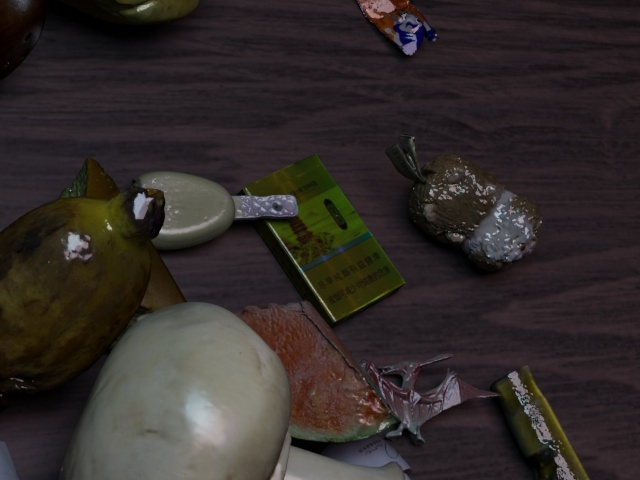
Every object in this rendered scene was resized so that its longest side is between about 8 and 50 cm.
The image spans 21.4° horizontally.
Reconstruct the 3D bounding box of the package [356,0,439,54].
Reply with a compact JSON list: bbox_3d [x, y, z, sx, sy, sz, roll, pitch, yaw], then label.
[{"bbox_3d":[0.105,-0.291,2.224,0.077,0.033,0.110,-33,66,-15],"label":"package"}]

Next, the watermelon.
[{"bbox_3d":[-0.003,0.147,1.860,0.231,0.128,0.146,48,18,19],"label":"watermelon"}]

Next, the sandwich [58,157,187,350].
[{"bbox_3d":[-0.224,0.036,1.803,0.244,0.090,0.088,56,35,7],"label":"sandwich"}]

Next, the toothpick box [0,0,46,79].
[{"bbox_3d":[-0.437,-0.291,1.827,0.294,0.192,0.192,38,51,2],"label":"toothpick box"}]

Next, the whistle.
[{"bbox_3d":[0.294,0.298,1.960,0.068,0.057,0.326,-16,71,-35],"label":"whistle"}]

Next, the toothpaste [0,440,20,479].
[{"bbox_3d":[-0.277,0.375,1.598,0.125,0.080,0.371,-9,74,-40],"label":"toothpaste"}]

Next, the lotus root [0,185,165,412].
[{"bbox_3d":[-0.267,0.052,1.676,0.169,0.314,0.141,32,18,-55],"label":"lotus root"}]

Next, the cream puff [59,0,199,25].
[{"bbox_3d":[-0.254,-0.416,1.978,0.257,0.291,0.324,24,27,37],"label":"cream puff"}]

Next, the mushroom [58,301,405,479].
[{"bbox_3d":[-0.078,0.225,1.638,0.336,0.314,0.314,16,55,-9],"label":"mushroom"}]

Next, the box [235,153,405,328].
[{"bbox_3d":[0.000,0.000,1.992,0.121,0.030,0.193,-27,77,-37],"label":"box"}]

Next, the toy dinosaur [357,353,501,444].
[{"bbox_3d":[0.104,0.178,1.939,0.220,0.032,0.108,8,60,-18],"label":"toy dinosaur"}]

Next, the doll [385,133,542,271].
[{"bbox_3d":[0.167,-0.044,2.062,0.221,0.105,0.115,29,15,-11],"label":"doll"}]

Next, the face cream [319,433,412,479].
[{"bbox_3d":[0.049,0.256,1.829,0.091,0.091,0.095,-24,67,-37],"label":"face cream"}]

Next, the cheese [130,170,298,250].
[{"bbox_3d":[-0.118,-0.036,1.925,0.192,0.037,0.097,-2,63,-19],"label":"cheese"}]
